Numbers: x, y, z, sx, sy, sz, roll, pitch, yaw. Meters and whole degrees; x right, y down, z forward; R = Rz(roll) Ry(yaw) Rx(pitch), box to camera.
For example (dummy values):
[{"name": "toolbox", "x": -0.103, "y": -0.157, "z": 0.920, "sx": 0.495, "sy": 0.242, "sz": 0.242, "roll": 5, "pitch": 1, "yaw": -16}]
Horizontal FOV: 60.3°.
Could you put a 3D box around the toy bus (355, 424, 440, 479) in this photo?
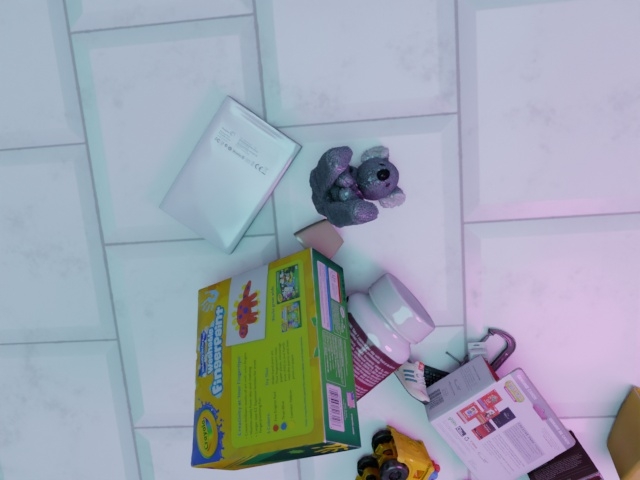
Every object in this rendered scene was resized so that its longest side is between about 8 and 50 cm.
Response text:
[{"name": "toy bus", "x": 0.228, "y": 0.665, "z": 1.560, "sx": 0.211, "sy": 0.149, "sz": 0.220, "roll": 24, "pitch": 106, "yaw": -16}]

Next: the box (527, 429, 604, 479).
[{"name": "box", "x": 0.663, "y": 0.657, "z": 1.473, "sx": 0.167, "sy": 0.203, "sz": 0.168, "roll": -28, "pitch": 98, "yaw": 10}]

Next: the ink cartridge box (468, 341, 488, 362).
[{"name": "ink cartridge box", "x": 0.427, "y": 0.320, "z": 1.494, "sx": 0.048, "sy": 0.028, "sz": 0.083, "roll": -5, "pitch": 106, "yaw": 3}]

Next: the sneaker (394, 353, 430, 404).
[{"name": "sneaker", "x": 0.255, "y": 0.366, "z": 1.483, "sx": 0.057, "sy": 0.161, "sz": 0.075, "roll": 37, "pitch": 98, "yaw": -34}]

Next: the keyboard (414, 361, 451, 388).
[{"name": "keyboard", "x": 0.332, "y": 0.418, "z": 1.548, "sx": 0.180, "sy": 0.023, "sz": 0.108, "roll": 18, "pitch": 103, "yaw": 2}]

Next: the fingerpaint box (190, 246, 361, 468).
[{"name": "fingerpaint box", "x": -0.116, "y": 0.292, "z": 1.325, "sx": 0.371, "sy": 0.163, "sz": 0.445, "roll": -21, "pitch": 57, "yaw": 26}]

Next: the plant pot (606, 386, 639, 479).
[{"name": "plant pot", "x": 0.886, "y": 0.555, "z": 1.440, "sx": 0.212, "sy": 0.212, "sz": 0.187, "roll": 26, "pitch": 116, "yaw": 0}]

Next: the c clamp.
[{"name": "c clamp", "x": 0.450, "y": 0.302, "z": 1.512, "sx": 0.137, "sy": 0.022, "sz": 0.160, "roll": 42, "pitch": 103, "yaw": -4}]

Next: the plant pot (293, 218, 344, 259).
[{"name": "plant pot", "x": 0.000, "y": 0.000, "z": 1.455, "sx": 0.096, "sy": 0.109, "sz": 0.109, "roll": -37, "pitch": 96, "yaw": -2}]

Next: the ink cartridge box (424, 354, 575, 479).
[{"name": "ink cartridge box", "x": 0.469, "y": 0.474, "z": 1.465, "sx": 0.272, "sy": 0.130, "sz": 0.309, "roll": -35, "pitch": 108, "yaw": 11}]

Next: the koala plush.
[{"name": "koala plush", "x": 0.104, "y": -0.144, "z": 1.383, "sx": 0.221, "sy": 0.203, "sz": 0.196, "roll": -24, "pitch": 89, "yaw": -24}]

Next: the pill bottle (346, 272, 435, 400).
[{"name": "pill bottle", "x": 0.090, "y": 0.279, "z": 1.439, "sx": 0.392, "sy": 0.224, "sz": 0.224, "roll": -42, "pitch": 95, "yaw": 12}]

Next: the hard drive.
[{"name": "hard drive", "x": -0.241, "y": -0.169, "z": 1.467, "sx": 0.233, "sy": 0.047, "sz": 0.353, "roll": 34, "pitch": 102, "yaw": -3}]
